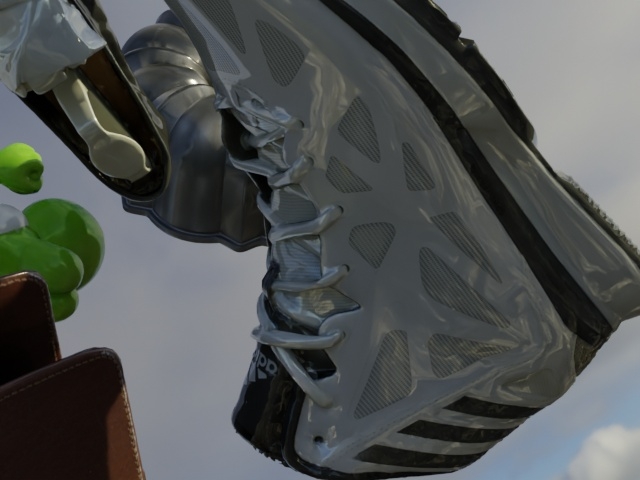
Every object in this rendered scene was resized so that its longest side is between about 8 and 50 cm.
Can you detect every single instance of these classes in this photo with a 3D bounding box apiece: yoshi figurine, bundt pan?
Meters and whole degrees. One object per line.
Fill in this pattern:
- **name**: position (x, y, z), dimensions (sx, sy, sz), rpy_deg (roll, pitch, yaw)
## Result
- **yoshi figurine**: position (-0.391, -0.016, 1.178), dimensions (0.203, 0.362, 0.204), rpy_deg (-55, -21, -29)
- **bundt pan**: position (-0.079, -0.146, 1.113), dimensions (0.330, 0.331, 0.124), rpy_deg (-23, -38, -29)

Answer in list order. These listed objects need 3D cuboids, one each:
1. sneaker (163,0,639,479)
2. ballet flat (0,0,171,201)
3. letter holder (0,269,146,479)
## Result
- **sneaker**: position (0.001, 0.001, 0.629), dimensions (0.447, 0.169, 0.257), rpy_deg (41, -91, -28)
- **ballet flat**: position (-0.184, -0.126, 0.769), dimensions (0.095, 0.096, 0.280), rpy_deg (-33, -43, 4)
- **letter holder**: position (-0.277, 0.115, 0.615), dimensions (0.301, 0.152, 0.215), rpy_deg (-31, -54, -43)
